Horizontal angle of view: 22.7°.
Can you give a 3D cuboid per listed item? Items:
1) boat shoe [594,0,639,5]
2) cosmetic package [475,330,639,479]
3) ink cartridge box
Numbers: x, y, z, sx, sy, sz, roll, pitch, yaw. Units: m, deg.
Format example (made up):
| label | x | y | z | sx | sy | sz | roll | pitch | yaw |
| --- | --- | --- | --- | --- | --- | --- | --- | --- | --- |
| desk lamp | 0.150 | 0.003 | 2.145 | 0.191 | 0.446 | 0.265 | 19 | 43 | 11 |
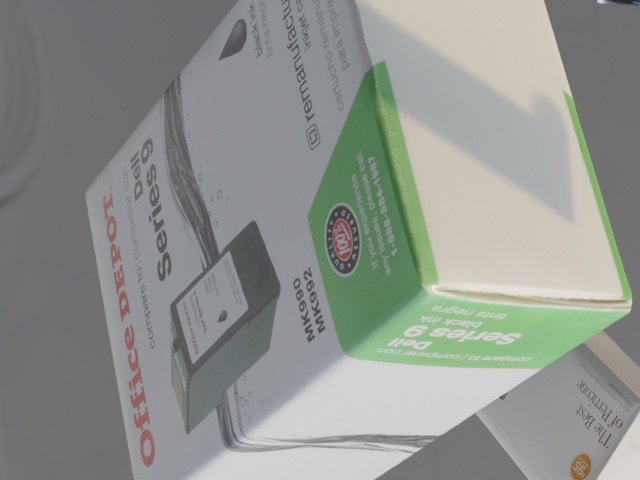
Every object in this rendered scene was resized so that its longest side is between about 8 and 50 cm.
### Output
| label | x | y | z | sx | sy | sz | roll | pitch | yaw |
| --- | --- | --- | --- | --- | --- | --- | --- | --- | --- |
| boat shoe | 0.137 | -0.219 | 0.795 | 0.102 | 0.301 | 0.108 | 21 | -112 | 35 |
| cosmetic package | 0.164 | 0.106 | 1.105 | 0.099 | 0.060 | 0.239 | -62 | -155 | 11 |
| ink cartridge box | 0.000 | 0.000 | 0.812 | 0.289 | 0.121 | 0.211 | -43 | -129 | 47 |
